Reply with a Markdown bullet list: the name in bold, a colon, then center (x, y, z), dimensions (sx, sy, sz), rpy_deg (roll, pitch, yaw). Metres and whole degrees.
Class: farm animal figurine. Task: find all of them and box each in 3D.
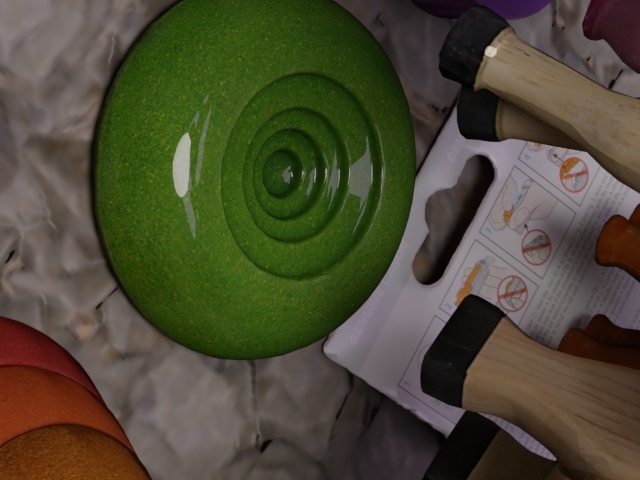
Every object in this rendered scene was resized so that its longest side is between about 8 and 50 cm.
- **farm animal figurine**: center (0.110, 0.061, 0.473), dimensions (0.327, 0.172, 0.330), rpy_deg (-60, 158, -11)

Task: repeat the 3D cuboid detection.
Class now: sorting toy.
- **sorting toy**: center (0.000, 0.000, 0.526), dimensions (0.365, 0.126, 0.127), rpy_deg (-50, 124, -23)

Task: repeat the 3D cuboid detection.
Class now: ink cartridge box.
- **ink cartridge box**: center (0.092, 0.031, 0.679), dimensions (0.179, 0.045, 0.145), rpy_deg (35, 73, -19)
